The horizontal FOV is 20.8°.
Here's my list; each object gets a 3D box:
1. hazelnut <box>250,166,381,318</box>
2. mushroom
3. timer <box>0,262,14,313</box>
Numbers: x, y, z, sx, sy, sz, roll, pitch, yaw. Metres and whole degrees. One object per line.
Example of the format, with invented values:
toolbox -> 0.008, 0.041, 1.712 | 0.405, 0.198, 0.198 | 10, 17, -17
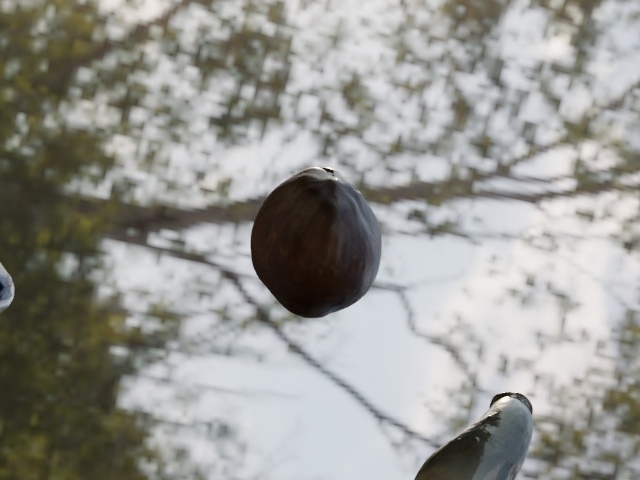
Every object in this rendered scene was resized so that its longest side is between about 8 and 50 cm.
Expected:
hazelnut -> 0.000, 0.000, 1.768 | 0.154, 0.143, 0.143 | -93, -157, -62
mushroom -> 0.226, 0.286, 2.347 | 0.118, 0.103, 0.270 | -23, -168, 46
timer -> -0.458, -0.055, 1.476 | 0.383, 0.270, 0.270 | 63, -28, 2
